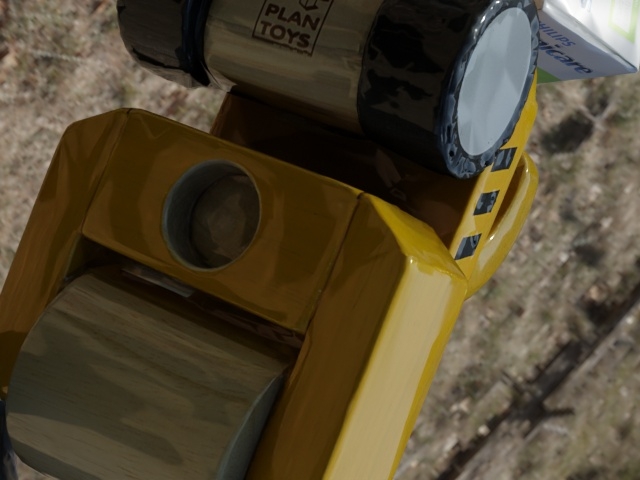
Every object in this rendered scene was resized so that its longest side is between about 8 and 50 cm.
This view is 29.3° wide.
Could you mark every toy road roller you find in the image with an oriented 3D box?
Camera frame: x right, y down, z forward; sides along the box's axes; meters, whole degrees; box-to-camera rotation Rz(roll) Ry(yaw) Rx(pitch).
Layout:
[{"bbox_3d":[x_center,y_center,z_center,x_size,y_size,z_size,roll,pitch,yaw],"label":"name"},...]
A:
[{"bbox_3d":[0.000,0.000,0.658,0.240,0.202,0.330,27,85,-62],"label":"toy road roller"}]

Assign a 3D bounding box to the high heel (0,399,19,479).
[{"bbox_3d":[-0.224,0.043,0.582,0.093,0.186,0.261,-29,132,-3],"label":"high heel"}]

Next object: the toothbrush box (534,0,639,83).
[{"bbox_3d":[0.089,-0.221,0.882,0.122,0.283,0.206,19,76,-42],"label":"toothbrush box"}]
